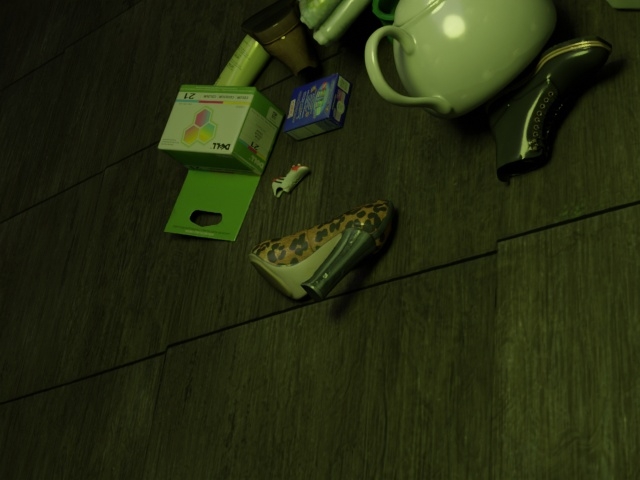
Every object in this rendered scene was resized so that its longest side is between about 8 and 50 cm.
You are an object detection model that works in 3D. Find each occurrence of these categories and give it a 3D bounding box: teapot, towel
[{"bbox_3d":[0.185,-0.303,1.441,0.252,0.187,0.256,-41,16,17],"label":"teapot"},{"bbox_3d":[0.099,-0.505,1.737,0.374,0.090,0.320,-48,18,16],"label":"towel"}]

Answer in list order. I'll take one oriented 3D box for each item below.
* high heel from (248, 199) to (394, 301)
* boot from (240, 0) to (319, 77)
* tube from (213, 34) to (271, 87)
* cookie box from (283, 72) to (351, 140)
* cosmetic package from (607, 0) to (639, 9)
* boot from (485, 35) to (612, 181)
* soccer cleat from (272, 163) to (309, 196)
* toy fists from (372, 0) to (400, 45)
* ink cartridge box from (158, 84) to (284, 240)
[{"bbox_3d":[0.000,0.000,1.589,0.186,0.093,0.261,-46,27,-16],"label":"high heel"},{"bbox_3d":[-0.068,-0.370,1.890,0.112,0.115,0.305,-32,22,7],"label":"boot"},{"bbox_3d":[-0.178,-0.282,1.978,0.240,0.062,0.070,-54,2,12],"label":"tube"},{"bbox_3d":[-0.005,-0.226,1.764,0.107,0.040,0.092,-12,56,42],"label":"cookie box"},{"bbox_3d":[0.440,-0.504,1.198,0.327,0.393,0.329,21,80,52],"label":"cosmetic package"},{"bbox_3d":[0.308,-0.170,1.377,0.198,0.077,0.137,-34,47,45],"label":"boot"},{"bbox_3d":[-0.049,-0.099,1.735,0.083,0.029,0.036,-25,56,38],"label":"soccer cleat"},{"bbox_3d":[0.204,-0.405,1.590,0.096,0.142,0.279,38,94,36],"label":"toy fists"},{"bbox_3d":[-0.197,-0.140,1.840,0.188,0.097,0.255,8,71,37],"label":"ink cartridge box"}]
